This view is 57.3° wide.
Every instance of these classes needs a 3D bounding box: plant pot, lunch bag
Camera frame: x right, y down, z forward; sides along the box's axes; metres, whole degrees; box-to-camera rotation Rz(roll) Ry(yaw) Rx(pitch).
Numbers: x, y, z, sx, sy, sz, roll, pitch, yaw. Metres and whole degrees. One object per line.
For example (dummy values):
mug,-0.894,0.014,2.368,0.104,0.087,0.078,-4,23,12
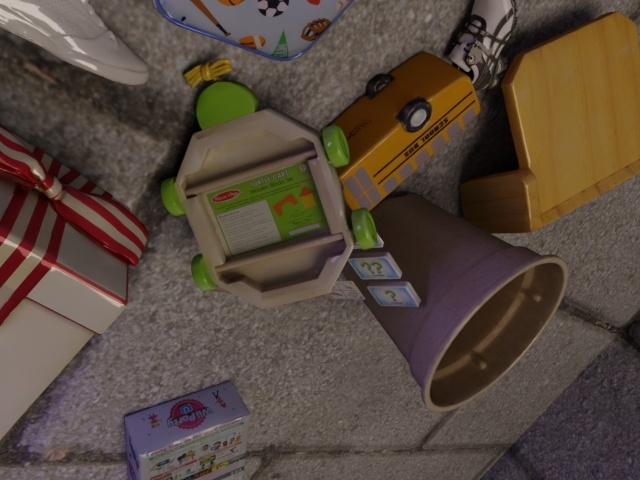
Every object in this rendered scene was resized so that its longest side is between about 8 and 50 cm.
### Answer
plant pot,0.213,0.082,1.070,0.334,0.305,0.333,-25,138,-25
lunch bag,-0.044,-0.347,0.611,0.243,0.115,0.303,9,137,-39

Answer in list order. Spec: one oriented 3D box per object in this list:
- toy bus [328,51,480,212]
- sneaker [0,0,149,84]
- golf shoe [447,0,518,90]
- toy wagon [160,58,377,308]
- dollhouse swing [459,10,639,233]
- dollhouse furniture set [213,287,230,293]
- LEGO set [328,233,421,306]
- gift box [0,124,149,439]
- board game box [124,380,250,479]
toy bus,0.088,-0.152,0.934,0.333,0.108,0.130,-42,141,1
sneaker,-0.265,-0.241,0.619,0.212,0.080,0.094,21,99,-44
golf shoe,0.252,-0.320,0.932,0.094,0.077,0.198,-26,136,-16
toy wagon,-0.084,-0.077,0.805,0.267,0.068,0.344,-15,103,17
dollhouse swing,0.440,-0.221,1.153,0.347,0.315,0.305,-27,98,-15
dollhouse furniture set,-0.137,0.063,1.030,0.114,0.091,0.081,10,164,-17
LEGO set,0.013,0.054,0.932,0.182,0.244,0.060,54,51,-32
gift box,-0.364,0.004,0.632,0.258,0.276,0.255,-45,126,11
board game box,-0.274,0.451,1.205,0.224,0.097,0.303,-13,134,-30
